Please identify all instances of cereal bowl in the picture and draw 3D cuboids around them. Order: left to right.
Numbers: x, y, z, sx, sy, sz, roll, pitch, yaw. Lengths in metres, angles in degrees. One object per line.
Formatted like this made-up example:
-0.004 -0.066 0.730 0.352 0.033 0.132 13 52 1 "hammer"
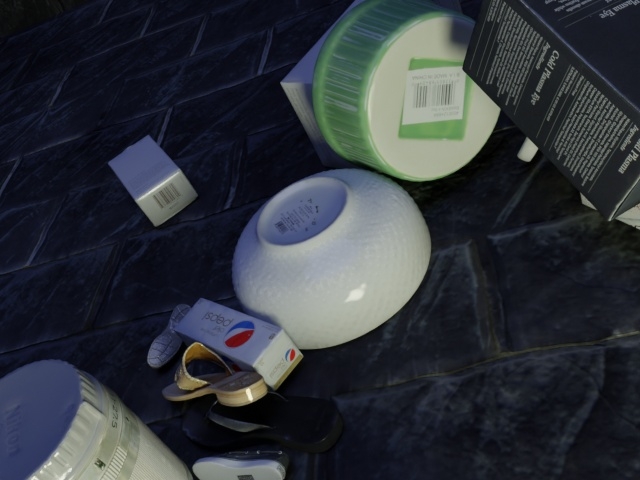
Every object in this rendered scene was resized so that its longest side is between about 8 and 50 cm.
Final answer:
0.000 0.000 1.240 0.339 0.141 0.339 -17 40 15 "cereal bowl"

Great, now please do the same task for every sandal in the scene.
-0.165 0.186 1.133 0.088 0.079 0.240 -23 10 -38 "sandal"
-0.090 0.244 1.091 0.254 0.054 0.097 -7 43 27 "sandal"

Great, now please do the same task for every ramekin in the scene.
0.152 -0.243 1.264 0.303 0.303 0.148 -37 33 -9 "ramekin"

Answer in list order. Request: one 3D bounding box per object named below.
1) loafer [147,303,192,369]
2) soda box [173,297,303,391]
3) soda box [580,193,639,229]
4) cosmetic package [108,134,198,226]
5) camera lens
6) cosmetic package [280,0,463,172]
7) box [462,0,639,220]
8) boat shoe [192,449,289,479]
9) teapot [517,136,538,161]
-0.250 0.167 1.303 0.045 0.039 0.125 21 57 6 "loafer"
-0.131 0.158 1.193 0.216 0.069 0.074 13 54 47 "soda box"
0.447 -0.058 1.076 0.058 0.063 0.183 -37 38 -12 "soda box"
-0.365 -0.133 1.669 0.117 0.085 0.231 -36 36 -8 "cosmetic package"
-0.306 0.310 0.978 0.219 0.274 0.219 -18 40 16 "camera lens"
0.121 -0.334 1.476 0.156 0.217 0.385 14 53 42 "cosmetic package"
0.429 -0.250 1.033 0.343 0.179 0.312 -27 63 -19 "box"
-0.106 0.307 1.045 0.142 0.049 0.040 -6 25 26 "boat shoe"
0.404 -0.273 1.257 0.256 0.187 0.252 -12 61 -13 "teapot"
